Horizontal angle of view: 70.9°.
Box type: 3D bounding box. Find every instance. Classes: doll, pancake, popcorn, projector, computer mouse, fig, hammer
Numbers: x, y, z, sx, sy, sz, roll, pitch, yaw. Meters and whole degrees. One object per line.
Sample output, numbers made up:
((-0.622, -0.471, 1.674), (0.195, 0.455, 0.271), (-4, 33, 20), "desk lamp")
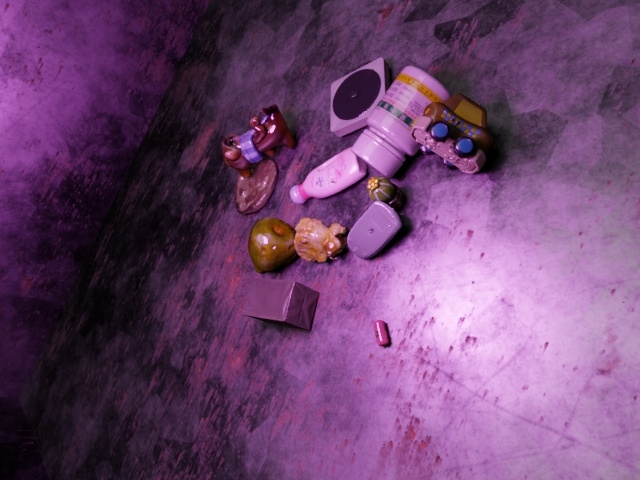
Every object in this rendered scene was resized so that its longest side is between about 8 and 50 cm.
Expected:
((-0.285, -0.449, 1.976), (0.339, 0.318, 0.209), (-33, 72, 12), "doll")
((-0.304, -0.253, 2.087), (0.294, 0.049, 0.295), (-21, 56, 34), "pancake")
((-0.002, 0.009, 1.650), (0.195, 0.173, 0.168), (13, 119, 18), "popcorn")
((0.160, -0.567, 1.801), (0.259, 0.079, 0.257), (-16, 62, 35), "projector")
((0.180, -0.031, 1.526), (0.128, 0.079, 0.231), (50, 124, 10), "computer mouse")
((-0.211, 0.048, 1.796), (0.275, 0.206, 0.206), (-55, 42, 37), "fig")
((0.193, 0.294, 1.428), (0.043, 0.043, 0.083), (-28, 57, 29), "hammer")

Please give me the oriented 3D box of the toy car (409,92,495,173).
((0.424, -0.343, 1.378), (0.247, 0.204, 0.198), (35, 90, 5), "toy car")

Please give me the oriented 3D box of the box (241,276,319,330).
((-0.147, 0.235, 1.670), (0.231, 0.155, 0.149), (0, 69, 42), "box")

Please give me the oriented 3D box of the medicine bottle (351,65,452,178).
((0.272, -0.397, 1.543), (0.340, 0.208, 0.208), (-53, 47, 9), "medicine bottle")

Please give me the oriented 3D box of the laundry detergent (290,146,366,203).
((0.023, -0.243, 1.773), (0.335, 0.088, 0.159), (-24, 53, 32), "laundry detergent")

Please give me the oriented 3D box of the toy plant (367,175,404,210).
((0.216, -0.161, 1.520), (0.092, 0.162, 0.093), (-16, 63, 35), "toy plant")
